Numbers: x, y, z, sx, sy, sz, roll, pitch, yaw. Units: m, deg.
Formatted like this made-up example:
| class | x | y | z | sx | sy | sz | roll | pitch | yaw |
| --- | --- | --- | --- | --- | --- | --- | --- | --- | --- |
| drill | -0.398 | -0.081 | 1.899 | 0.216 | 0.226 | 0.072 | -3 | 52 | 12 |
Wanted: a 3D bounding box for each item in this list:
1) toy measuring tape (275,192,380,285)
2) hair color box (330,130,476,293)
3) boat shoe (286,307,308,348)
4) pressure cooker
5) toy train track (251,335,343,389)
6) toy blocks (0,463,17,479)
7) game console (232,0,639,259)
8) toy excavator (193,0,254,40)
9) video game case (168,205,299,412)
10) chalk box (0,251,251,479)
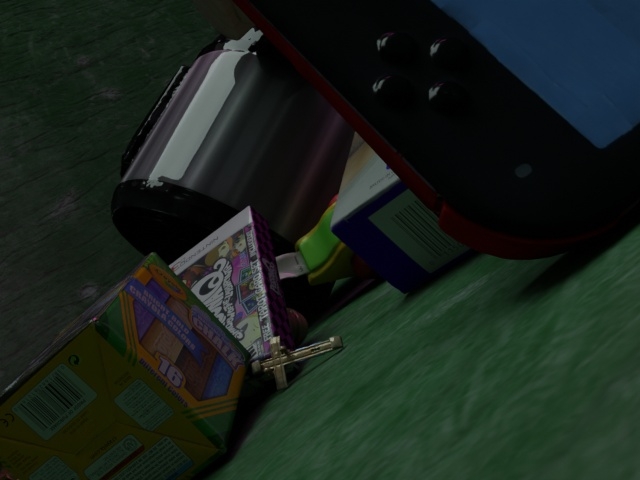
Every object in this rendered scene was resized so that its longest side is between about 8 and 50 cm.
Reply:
| class | x | y | z | sx | sy | sz | roll | pitch | yaw |
| --- | --- | --- | --- | --- | --- | --- | --- | --- | --- |
| toy measuring tape | 0.000 | 0.000 | 0.891 | 0.330 | 0.121 | 0.121 | -12 | -10 | -22 |
| hair color box | 0.130 | -0.128 | 0.709 | 0.185 | 0.110 | 0.339 | -36 | 23 | 33 |
| boat shoe | -0.097 | 0.127 | 0.907 | 0.089 | 0.104 | 0.285 | -1 | -6 | -19 |
| pressure cooker | -0.083 | -0.125 | 1.147 | 0.370 | 0.375 | 0.420 | 2 | 59 | 48 |
| toy train track | -0.022 | 0.097 | 0.612 | 0.083 | 0.048 | 0.014 | -19 | -31 | 11 |
| toy blocks | -0.560 | 0.376 | 0.955 | 0.381 | 0.191 | 0.261 | -61 | -4 | 24 |
| game console | 0.141 | -0.202 | 0.451 | 0.386 | 0.342 | 0.060 | -36 | -15 | -17 |
| toy excavator | 0.012 | -0.318 | 0.773 | 0.222 | 0.433 | 0.445 | -50 | -15 | -22 |
| video game case | -0.130 | 0.096 | 0.752 | 0.210 | 0.042 | 0.232 | -35 | 37 | 16 |
| chalk box | -0.151 | 0.110 | 0.586 | 0.132 | 0.132 | 0.213 | -40 | 10 | 11 |
